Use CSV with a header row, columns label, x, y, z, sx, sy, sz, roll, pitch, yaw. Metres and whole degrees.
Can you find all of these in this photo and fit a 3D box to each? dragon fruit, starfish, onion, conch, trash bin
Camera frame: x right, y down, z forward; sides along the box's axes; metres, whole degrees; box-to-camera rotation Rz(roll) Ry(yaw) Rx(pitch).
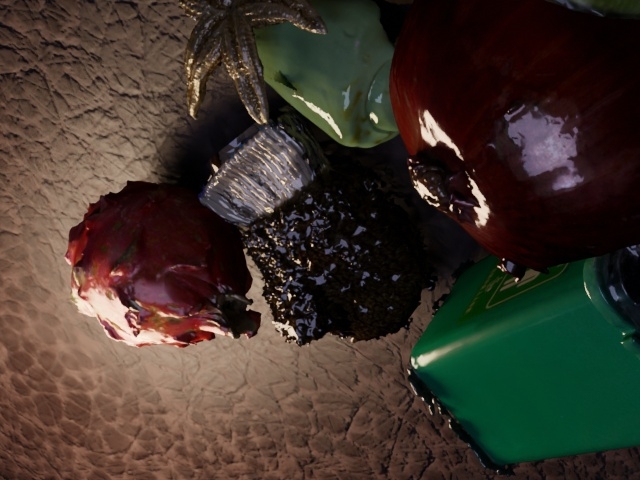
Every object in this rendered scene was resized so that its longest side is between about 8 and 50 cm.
label,x,y,z,sx,sy,sz,roll,pitch,yaw
dragon fruit,-0.180,0.035,2.125,0.268,0.205,0.210,32,139,34
starfish,-0.084,-0.239,1.901,0.236,0.062,0.277,35,113,32
onion,0.220,-0.145,1.674,0.341,0.341,0.341,16,131,19
conch,0.012,-0.203,1.918,0.250,0.137,0.143,43,164,19
trash bin,0.311,0.100,1.888,0.295,0.259,0.381,49,140,-15

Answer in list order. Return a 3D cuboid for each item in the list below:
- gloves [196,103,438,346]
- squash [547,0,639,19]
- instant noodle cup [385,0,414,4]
label,x,y,z,sx,sy,sz,roll,pitch,yaw
gloves,-0.002,0.000,2.046,0.312,0.135,0.210,41,108,-13
squash,0.267,-0.387,1.491,0.310,0.310,0.309,26,131,10
instant noodle cup,0.065,-0.344,1.754,0.274,0.091,0.274,12,121,21
